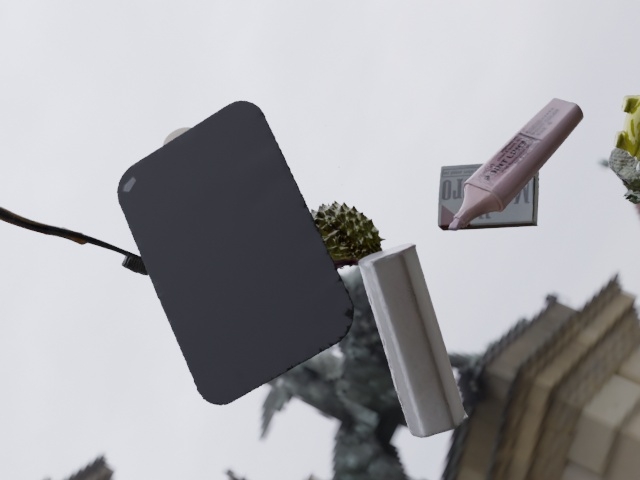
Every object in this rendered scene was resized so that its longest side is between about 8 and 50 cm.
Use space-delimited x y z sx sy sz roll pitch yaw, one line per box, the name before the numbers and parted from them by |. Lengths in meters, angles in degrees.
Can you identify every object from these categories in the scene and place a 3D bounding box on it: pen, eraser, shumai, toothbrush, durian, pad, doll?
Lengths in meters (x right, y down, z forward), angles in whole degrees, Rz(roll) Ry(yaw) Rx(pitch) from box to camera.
pen | 0.196 -0.076 1.375 0.197 0.053 0.032 -46 -46 -21
eraser | 0.136 0.144 1.971 0.174 0.095 0.270 -44 -62 -86
shumai | 0.437 -0.093 1.793 0.080 0.083 0.082 30 -118 -51
toothbrush | -0.408 -0.008 2.124 0.321 0.023 0.031 24 -108 -30
durian | -0.002 0.002 2.097 0.108 0.187 0.119 -12 -90 -49
pad | -0.082 0.001 1.789 0.315 0.375 0.063 -30 -20 15
doll | 0.394 -0.113 1.402 0.062 0.163 0.106 -72 -10 -69

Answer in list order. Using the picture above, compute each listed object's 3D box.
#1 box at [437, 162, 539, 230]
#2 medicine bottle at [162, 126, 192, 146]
box | 0.293 -0.077 2.317 0.036 0.178 0.115 27 -115 -59
medicine bottle | -0.186 -0.085 2.210 0.114 0.114 0.252 -55 -34 -23
